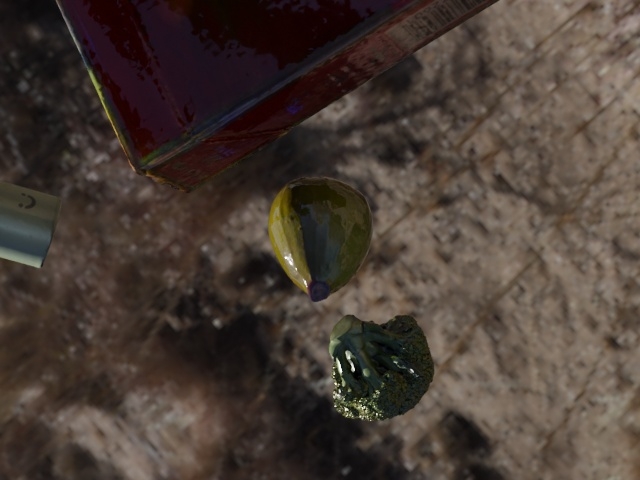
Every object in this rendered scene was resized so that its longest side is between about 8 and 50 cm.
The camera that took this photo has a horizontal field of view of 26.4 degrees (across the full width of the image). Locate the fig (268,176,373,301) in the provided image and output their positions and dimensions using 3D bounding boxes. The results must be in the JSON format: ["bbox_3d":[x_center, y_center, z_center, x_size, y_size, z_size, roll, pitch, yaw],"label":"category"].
[{"bbox_3d":[0.000,0.000,0.935,0.074,0.074,0.088,88,179,-60],"label":"fig"}]

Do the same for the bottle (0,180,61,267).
[{"bbox_3d":[-0.351,-0.034,1.287,0.201,0.072,0.072,17,167,-17],"label":"bottle"}]

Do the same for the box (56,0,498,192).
[{"bbox_3d":[-0.018,-0.196,0.909,0.197,0.313,0.089,63,-167,15],"label":"box"}]

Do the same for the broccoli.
[{"bbox_3d":[0.060,0.130,1.435,0.130,0.131,0.120,-32,112,29],"label":"broccoli"}]
